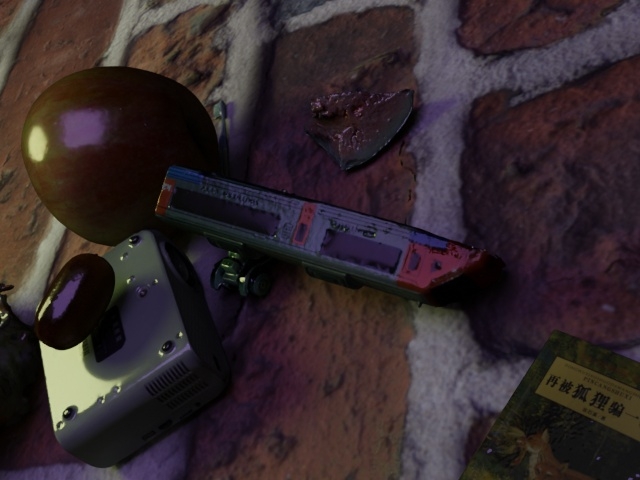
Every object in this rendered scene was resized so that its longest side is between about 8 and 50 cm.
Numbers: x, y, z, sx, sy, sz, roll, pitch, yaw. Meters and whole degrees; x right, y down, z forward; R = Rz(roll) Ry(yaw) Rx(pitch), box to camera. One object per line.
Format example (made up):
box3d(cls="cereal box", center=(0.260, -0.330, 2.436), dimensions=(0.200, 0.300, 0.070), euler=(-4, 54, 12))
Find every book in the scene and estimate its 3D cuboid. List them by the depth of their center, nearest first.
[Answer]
box3d(cls="book", center=(0.220, 0.201, 0.739), dimensions=(0.160, 0.024, 0.228), euler=(24, 72, 45))

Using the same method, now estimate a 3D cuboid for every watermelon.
box3d(cls="watermelon", center=(0.054, -0.153, 1.095), dimensions=(0.155, 0.080, 0.101), euler=(-15, 57, 3))

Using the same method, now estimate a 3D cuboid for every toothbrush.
box3d(cls="toothbrush", center=(-0.149, -0.138, 1.247), dimensions=(0.019, 0.016, 0.219), euler=(-25, 47, 17))

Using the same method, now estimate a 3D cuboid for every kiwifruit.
box3d(cls="kiwifruit", center=(-0.292, 0.072, 0.988), dimensions=(0.075, 0.075, 0.124), euler=(6, 65, 36))

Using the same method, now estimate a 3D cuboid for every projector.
box3d(cls="projector", center=(-0.241, 0.125, 1.039), dimensions=(0.198, 0.108, 0.250), euler=(-33, 45, 6))

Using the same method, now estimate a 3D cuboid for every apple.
box3d(cls="apple", center=(-0.271, -0.122, 1.149), dimensions=(0.234, 0.257, 0.256), euler=(-19, 48, 19))

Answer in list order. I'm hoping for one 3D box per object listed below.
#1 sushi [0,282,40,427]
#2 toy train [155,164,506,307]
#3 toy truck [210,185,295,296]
box3d(cls="sushi", center=(-0.575, 0.209, 1.151), dimensions=(0.418, 0.176, 0.417), euler=(-20, 40, 18))
box3d(cls="toy train", center=(0.000, 0.000, 0.942), dimensions=(0.409, 0.086, 0.089), euler=(17, 84, 25))
box3d(cls="toy truck", center=(-0.087, -0.005, 1.061), dimensions=(0.080, 0.078, 0.154), euler=(10, 63, 39))
